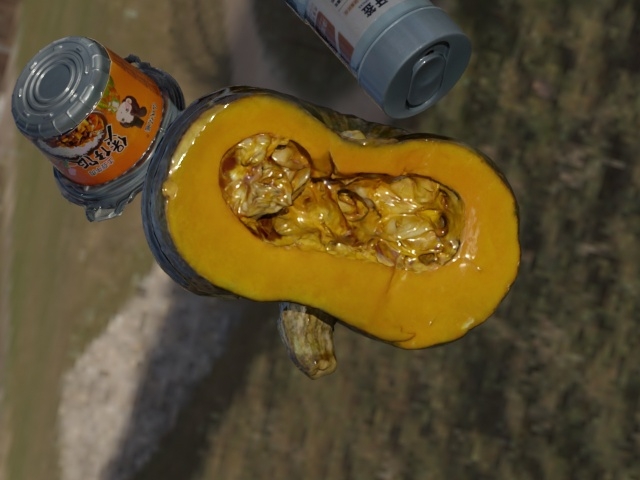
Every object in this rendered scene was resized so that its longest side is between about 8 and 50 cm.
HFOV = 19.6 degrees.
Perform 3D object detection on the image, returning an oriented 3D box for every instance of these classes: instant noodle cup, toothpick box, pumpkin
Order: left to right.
[{"bbox_3d":[-0.250,-0.140,1.993,0.177,0.125,0.208,-27,50,18],"label":"instant noodle cup"},{"bbox_3d":[0.000,0.000,1.522,0.139,0.317,0.222,-153,78,-68],"label":"pumpkin"},{"bbox_3d":[0.050,-0.194,1.649,0.153,0.101,0.101,49,132,27],"label":"toothpick box"}]
